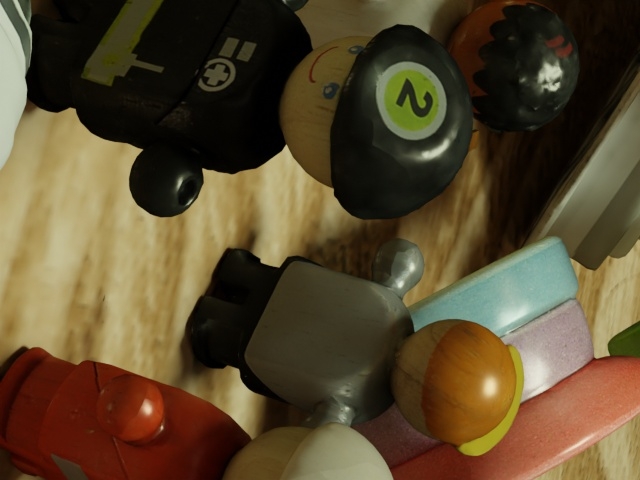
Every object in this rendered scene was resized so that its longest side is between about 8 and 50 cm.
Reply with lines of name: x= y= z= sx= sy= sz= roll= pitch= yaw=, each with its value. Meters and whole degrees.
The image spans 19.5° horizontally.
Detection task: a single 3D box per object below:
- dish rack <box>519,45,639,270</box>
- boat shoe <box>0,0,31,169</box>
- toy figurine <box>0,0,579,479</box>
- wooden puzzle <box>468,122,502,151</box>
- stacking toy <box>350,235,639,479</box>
dish rack: x=0.233 y=-0.137 z=1.002 sx=0.285 sy=0.072 sz=0.333 roll=-55 pitch=173 yaw=-35
boat shoe: x=-0.146 y=-0.136 z=0.336 sx=0.335 sy=0.121 sz=0.119 roll=67 pitch=23 yaw=-53
toy figurine: x=0.000 y=0.000 z=0.656 sx=0.209 sy=0.148 sz=0.213 roll=-22 pitch=124 yaw=-60
wooden puzzle: x=0.092 y=-0.084 z=0.968 sx=0.049 sy=0.006 sz=0.083 roll=27 pitch=80 yaw=-65
stacking toy: x=0.133 y=0.015 z=0.901 sx=0.309 sy=0.130 sz=0.279 roll=-28 pitch=175 yaw=-2
